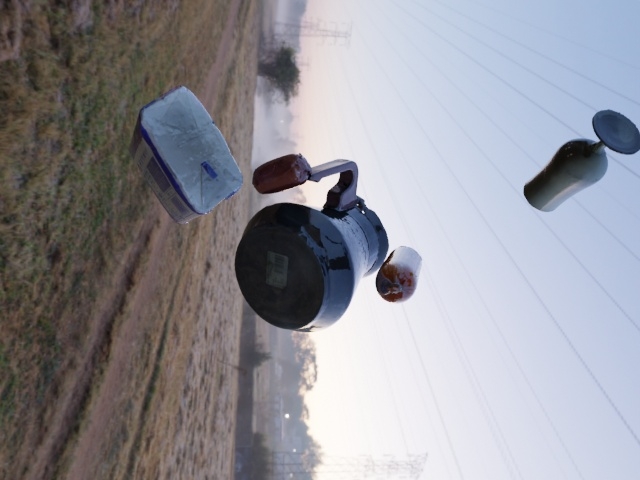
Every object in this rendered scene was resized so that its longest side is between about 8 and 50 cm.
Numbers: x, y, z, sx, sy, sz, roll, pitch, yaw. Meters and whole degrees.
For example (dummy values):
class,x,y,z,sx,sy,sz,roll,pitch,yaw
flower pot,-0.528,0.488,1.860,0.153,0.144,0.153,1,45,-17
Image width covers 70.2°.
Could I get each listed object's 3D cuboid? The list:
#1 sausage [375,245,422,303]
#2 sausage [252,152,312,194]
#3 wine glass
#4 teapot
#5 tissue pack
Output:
class,x,y,z,sx,sy,sz,roll,pitch,yaw
sausage,0.137,0.060,0.791,0.234,0.071,0.071,-27,120,-73
sausage,-0.080,-0.138,0.946,0.076,0.141,0.076,21,63,-50
wine glass,0.517,-0.150,0.924,0.231,0.103,0.103,113,-22,-63
teapot,0.000,0.000,1.104,0.361,0.305,0.377,-28,128,-56
tissue pack,-0.263,-0.149,0.887,0.209,0.137,0.269,61,-24,-10
